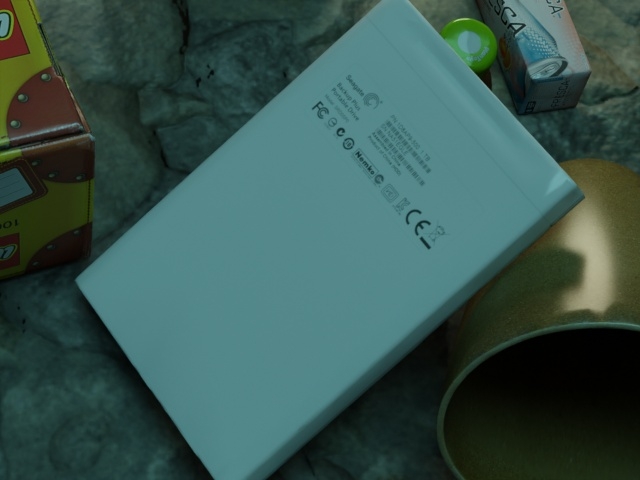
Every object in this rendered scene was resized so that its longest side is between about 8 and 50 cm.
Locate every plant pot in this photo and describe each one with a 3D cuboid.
[{"bbox_3d":[0.216,0.061,1.446,0.237,0.237,0.254,10,42,-2],"label":"plant pot"}]

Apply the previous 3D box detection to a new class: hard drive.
[{"bbox_3d":[0.000,0.000,1.420,0.353,0.047,0.233,-42,63,6],"label":"hard drive"}]

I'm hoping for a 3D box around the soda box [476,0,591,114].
[{"bbox_3d":[0.190,-0.209,1.684,0.063,0.058,0.183,-9,60,-14],"label":"soda box"}]

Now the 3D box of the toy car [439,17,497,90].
[{"bbox_3d":[0.084,-0.071,1.540,0.149,0.155,0.188,-5,72,-11],"label":"toy car"}]

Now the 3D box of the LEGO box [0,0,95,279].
[{"bbox_3d":[-0.474,-0.120,1.451,0.500,0.193,0.372,-15,62,-17],"label":"LEGO box"}]
